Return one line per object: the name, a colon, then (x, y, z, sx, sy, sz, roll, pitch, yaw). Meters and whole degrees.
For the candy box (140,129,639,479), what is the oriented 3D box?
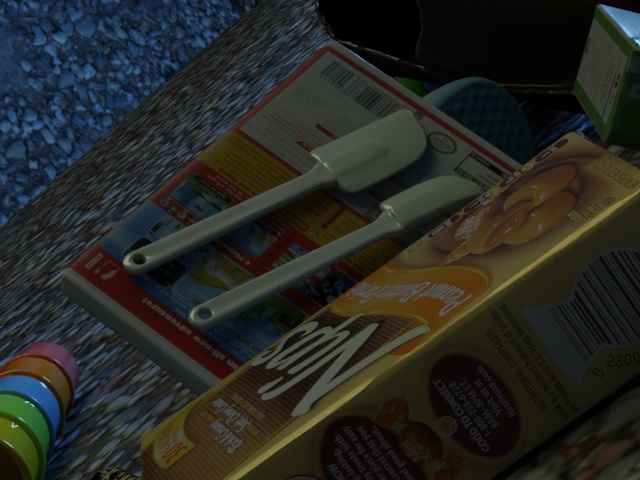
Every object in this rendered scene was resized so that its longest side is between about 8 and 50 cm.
candy box: (0.052, 0.073, 1.005, 0.316, 0.087, 0.183, -35, 12, 1)

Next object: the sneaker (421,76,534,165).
sneaker: (-0.003, 0.000, 1.379, 0.319, 0.127, 0.208, -32, 10, -34)

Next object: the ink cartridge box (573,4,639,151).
ink cartridge box: (0.216, -0.081, 1.067, 0.209, 0.109, 0.062, -90, 14, -75)

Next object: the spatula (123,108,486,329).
spatula: (0.012, 0.008, 1.179, 0.242, 0.168, 0.019, -26, -31, -27)

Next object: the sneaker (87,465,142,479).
sneaker: (-0.138, 0.174, 1.283, 0.031, 0.035, 0.083, -45, 15, -35)

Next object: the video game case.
video game case: (0.000, 0.000, 1.216, 0.285, 0.204, 0.025, -44, -19, -33)

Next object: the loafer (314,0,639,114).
loafer: (0.130, -0.164, 1.410, 0.130, 0.134, 0.366, 0, 1, -40)

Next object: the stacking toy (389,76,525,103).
stacking toy: (0.113, -0.152, 1.678, 0.141, 0.141, 0.330, -44, 7, -34)

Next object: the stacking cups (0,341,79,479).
stacking cups: (-0.260, 0.153, 1.589, 0.096, 0.096, 0.316, -34, 11, 12)
